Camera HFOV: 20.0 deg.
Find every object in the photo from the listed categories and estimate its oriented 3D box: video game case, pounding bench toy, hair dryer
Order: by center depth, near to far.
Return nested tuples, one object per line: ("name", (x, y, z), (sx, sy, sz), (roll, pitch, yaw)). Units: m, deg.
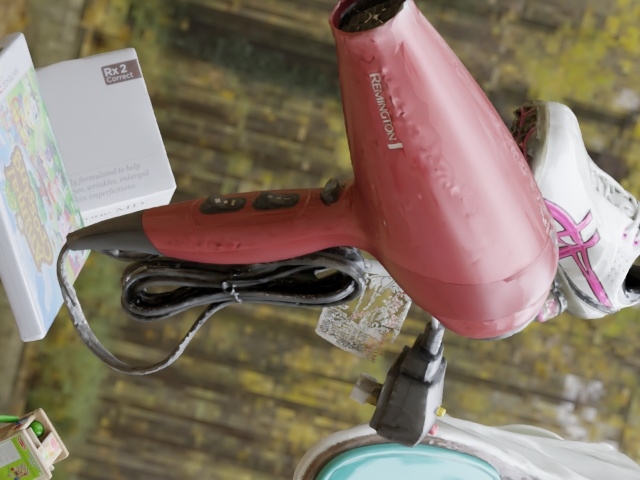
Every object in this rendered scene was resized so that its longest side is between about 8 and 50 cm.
("hair dryer", (0.000, 0.000, 0.859), (0.080, 0.223, 0.293), (-86, -164, -45))
("video game case", (-0.249, -0.049, 1.520), (0.193, 0.023, 0.212), (-77, 154, -68))
("pounding bench toy", (-0.280, 0.181, 1.665), (0.083, 0.052, 0.065), (61, 16, -10))

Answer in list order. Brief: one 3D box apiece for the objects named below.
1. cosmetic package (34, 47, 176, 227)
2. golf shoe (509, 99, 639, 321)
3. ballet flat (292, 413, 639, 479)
("cosmetic package", (-0.244, -0.080, 1.800), (0.184, 0.151, 0.151), (131, -58, -74))
("golf shoe", (0.154, -0.020, 1.062), (0.186, 0.086, 0.067), (71, 18, -54))
("ballet flat", (0.129, 0.205, 1.555), (0.139, 0.400, 0.139), (-28, -125, 51))
